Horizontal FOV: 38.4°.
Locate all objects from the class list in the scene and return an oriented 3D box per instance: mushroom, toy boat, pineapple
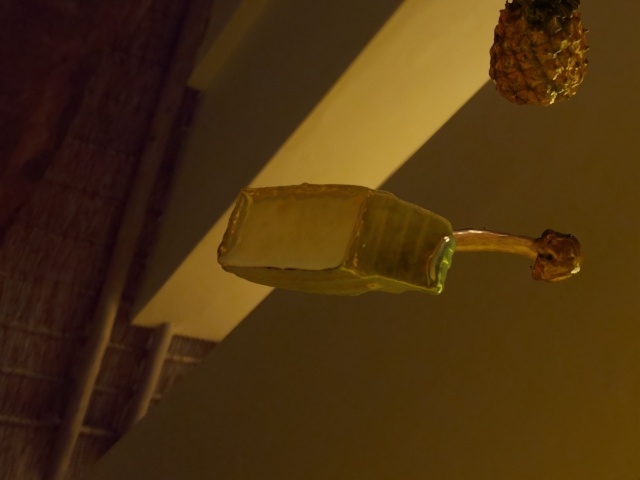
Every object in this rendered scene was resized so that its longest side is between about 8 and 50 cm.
[{"bbox_3d":[0.209,0.014,1.069,0.187,0.061,0.060,6,-147,18],"label":"mushroom"},{"bbox_3d":[-0.002,-0.002,0.944,0.084,0.276,0.111,35,-113,-50],"label":"toy boat"},{"bbox_3d":[0.263,-0.285,1.087,0.128,0.248,0.128,-4,-139,3],"label":"pineapple"}]
